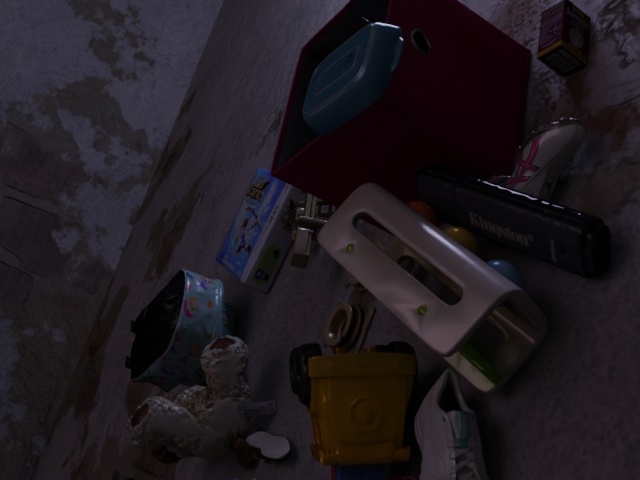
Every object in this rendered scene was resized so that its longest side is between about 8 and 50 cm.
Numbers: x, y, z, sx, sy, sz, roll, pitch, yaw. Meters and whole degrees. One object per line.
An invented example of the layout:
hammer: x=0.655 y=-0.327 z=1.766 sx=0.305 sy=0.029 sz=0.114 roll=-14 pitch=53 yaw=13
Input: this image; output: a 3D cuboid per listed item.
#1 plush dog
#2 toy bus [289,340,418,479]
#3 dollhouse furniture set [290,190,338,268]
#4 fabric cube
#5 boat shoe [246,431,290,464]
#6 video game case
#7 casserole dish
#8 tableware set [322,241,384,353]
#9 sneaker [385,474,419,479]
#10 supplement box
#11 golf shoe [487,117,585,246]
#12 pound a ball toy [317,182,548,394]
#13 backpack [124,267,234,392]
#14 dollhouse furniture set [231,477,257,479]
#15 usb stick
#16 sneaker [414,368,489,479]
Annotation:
plush dog: x=-0.207 y=0.328 z=1.424 sx=0.262 sy=0.211 sz=0.225 roll=-42 pitch=2 yaw=-20
toy bus: x=0.042 y=0.239 z=1.008 sx=0.220 sy=0.149 sz=0.212 roll=134 pitch=133 yaw=-78
dollhouse furniture set: x=0.000 y=0.000 z=1.419 sx=0.161 sy=0.101 sz=0.182 roll=107 pitch=172 yaw=-55
fabric cube: x=0.118 y=-0.188 z=1.118 sx=0.259 sy=0.258 sz=0.254 roll=-31 pitch=40 yaw=51
boat shoe: x=-0.082 y=0.348 z=1.269 sx=0.046 sy=0.038 sz=0.125 roll=-29 pitch=13 yaw=-31
video game case: x=-0.129 y=-0.032 z=1.704 sx=0.244 sy=0.061 sz=0.269 roll=-63 pitch=24 yaw=-1
casserole dish: x=0.032 y=-0.200 z=0.946 sx=0.188 sy=0.037 sz=0.114 roll=-22 pitch=48 yaw=55
tableware set: x=0.049 y=0.087 z=1.255 sx=0.128 sy=0.039 sz=0.194 roll=-2 pitch=65 yaw=63
sneaker: x=0.111 y=0.334 z=0.902 sx=0.042 sy=0.067 sz=0.119 roll=-29 pitch=72 yaw=49
supplement box: x=0.325 y=-0.270 z=1.027 sx=0.043 sy=0.055 sz=0.083 roll=-26 pitch=45 yaw=52
golf shoe: x=0.266 y=-0.070 z=0.951 sx=0.186 sy=0.067 sz=0.086 roll=-53 pitch=44 yaw=41
pound a ball toy: x=0.144 y=0.048 z=0.969 sx=0.136 sy=0.208 sz=0.319 roll=-48 pitch=43 yaw=1
backpack: x=-0.290 y=0.191 z=1.652 sx=0.253 sy=0.191 sz=0.225 roll=-50 pitch=29 yaw=44
dollhouse furniture set: x=-0.084 y=0.535 z=1.048 sx=0.286 sy=0.198 sz=0.303 roll=34 pitch=69 yaw=28
usb stick: x=0.217 y=-0.029 z=0.915 sx=0.278 sy=0.045 sz=0.077 roll=27 pitch=136 yaw=49
sneaker: x=0.147 y=0.232 z=0.838 sx=0.212 sy=0.080 sz=0.094 roll=-100 pitch=18 yaw=-54
